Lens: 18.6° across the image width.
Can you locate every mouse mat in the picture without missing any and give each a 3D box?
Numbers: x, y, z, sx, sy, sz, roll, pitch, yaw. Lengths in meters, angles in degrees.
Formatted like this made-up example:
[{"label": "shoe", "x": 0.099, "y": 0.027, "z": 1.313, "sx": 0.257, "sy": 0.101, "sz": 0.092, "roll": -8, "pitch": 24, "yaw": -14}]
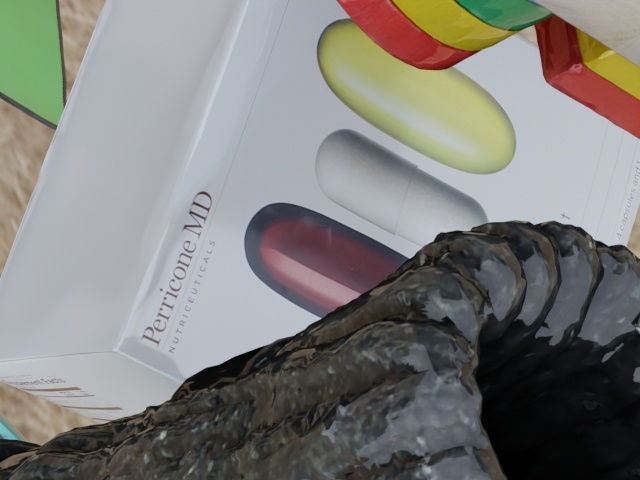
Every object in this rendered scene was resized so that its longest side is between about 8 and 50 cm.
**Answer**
[{"label": "mouse mat", "x": -0.206, "y": -0.151, "z": 1.107, "sx": 0.152, "sy": 0.190, "sz": 0.007, "roll": 32, "pitch": 120, "yaw": -33}]

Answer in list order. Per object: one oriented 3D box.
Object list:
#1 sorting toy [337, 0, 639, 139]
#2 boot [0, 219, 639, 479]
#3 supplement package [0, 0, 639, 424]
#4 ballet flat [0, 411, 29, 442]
[{"label": "sorting toy", "x": 0.079, "y": -0.148, "z": 0.638, "sx": 0.089, "sy": 0.257, "sz": 0.255, "roll": -25, "pitch": 148, "yaw": 34}, {"label": "boot", "x": 0.057, "y": 0.123, "z": 0.596, "sx": 0.348, "sy": 0.260, "sz": 0.131, "roll": 24, "pitch": 54, "yaw": -42}, {"label": "supplement package", "x": 0.000, "y": 0.000, "z": 0.811, "sx": 0.203, "sy": 0.149, "sz": 0.194, "roll": 26, "pitch": 72, "yaw": -27}, {"label": "ballet flat", "x": -0.426, "y": 0.090, "z": 1.760, "sx": 0.182, "sy": 0.164, "sz": 0.483, "roll": -34, "pitch": 77, "yaw": -7}]
